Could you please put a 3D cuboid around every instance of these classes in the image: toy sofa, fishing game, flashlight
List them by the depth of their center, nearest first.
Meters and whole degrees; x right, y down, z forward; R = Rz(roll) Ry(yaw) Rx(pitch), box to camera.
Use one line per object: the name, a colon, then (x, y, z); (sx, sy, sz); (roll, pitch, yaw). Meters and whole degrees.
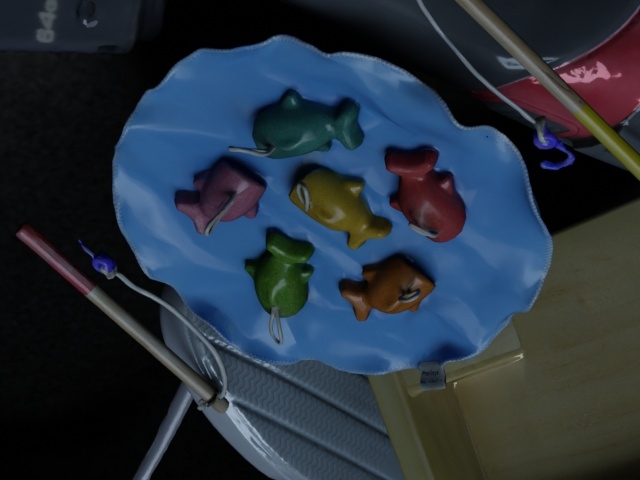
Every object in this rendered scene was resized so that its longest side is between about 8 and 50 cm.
flashlight: (0.041, -0.122, 0.627); (0.304, 0.103, 0.103); (24, 131, -30)
fishing game: (0.000, 0.000, 0.641); (0.264, 0.041, 0.189); (-27, 120, 35)
toy sofa: (0.212, 0.031, 0.696); (0.363, 0.150, 0.177); (-24, 172, 31)

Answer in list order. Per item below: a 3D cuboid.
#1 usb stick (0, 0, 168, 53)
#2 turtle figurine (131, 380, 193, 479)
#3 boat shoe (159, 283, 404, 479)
usb stick: (-0.197, -0.106, 0.605); (0.278, 0.045, 0.077); (-1, 136, -16)
turtle figurine: (-0.170, 0.201, 0.787); (0.275, 0.198, 0.266); (-12, 99, 9)
boat shoe: (0.012, 0.098, 0.852); (0.094, 0.109, 0.302); (5, 151, 50)
